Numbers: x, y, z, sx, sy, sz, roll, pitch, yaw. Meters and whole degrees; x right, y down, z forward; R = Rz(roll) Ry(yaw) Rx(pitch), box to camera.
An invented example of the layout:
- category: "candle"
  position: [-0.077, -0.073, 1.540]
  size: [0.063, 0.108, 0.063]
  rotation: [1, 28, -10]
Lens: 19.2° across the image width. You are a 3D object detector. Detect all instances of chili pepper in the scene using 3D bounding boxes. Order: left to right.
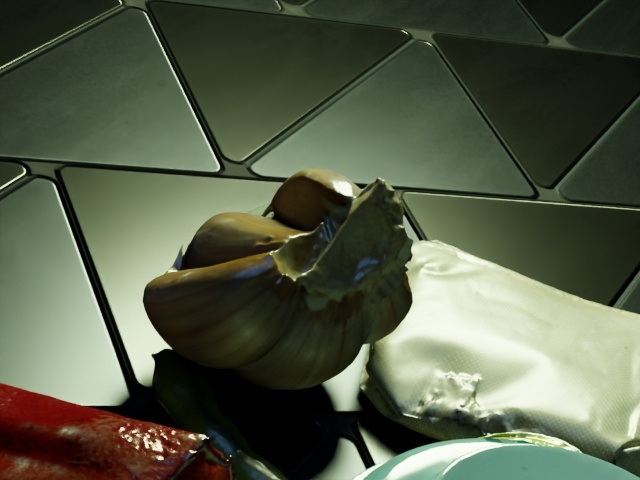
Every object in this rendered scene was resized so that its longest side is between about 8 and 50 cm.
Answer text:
- category: "chili pepper"
  position: [-0.198, 0.169, 1.310]
  size: [0.252, 0.136, 0.144]
  rotation: [18, 74, 17]

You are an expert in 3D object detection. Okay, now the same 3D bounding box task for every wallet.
- category: "wallet"
  position: [0.194, 0.111, 1.630]
  size: [0.335, 0.068, 0.275]
  rotation: [20, 32, 13]

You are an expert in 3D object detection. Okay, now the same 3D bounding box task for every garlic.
- category: "garlic"
  position: [-0.031, 0.047, 1.531]
  size: [0.214, 0.160, 0.191]
  rotation: [-41, 17, -26]

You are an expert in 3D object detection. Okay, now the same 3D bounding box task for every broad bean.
- category: "broad bean"
  position: [-0.065, 0.157, 1.450]
  size: [0.227, 0.039, 0.069]
  rotation: [38, 42, 27]

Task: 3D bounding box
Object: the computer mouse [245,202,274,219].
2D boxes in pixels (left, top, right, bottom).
- category: "computer mouse"
  position: [0.000, 0.000, 1.720]
  size: [0.181, 0.056, 0.089]
  rotation: [4, 39, -25]

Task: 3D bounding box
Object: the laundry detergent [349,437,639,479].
- category: "laundry detergent"
  position: [0.097, 0.286, 1.073]
  size: [0.287, 0.305, 0.287]
  rotation: [14, 31, -8]

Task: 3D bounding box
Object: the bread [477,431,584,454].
- category: "bread"
  position: [0.137, 0.209, 1.409]
  size: [0.111, 0.114, 0.129]
  rotation: [19, 27, 13]
